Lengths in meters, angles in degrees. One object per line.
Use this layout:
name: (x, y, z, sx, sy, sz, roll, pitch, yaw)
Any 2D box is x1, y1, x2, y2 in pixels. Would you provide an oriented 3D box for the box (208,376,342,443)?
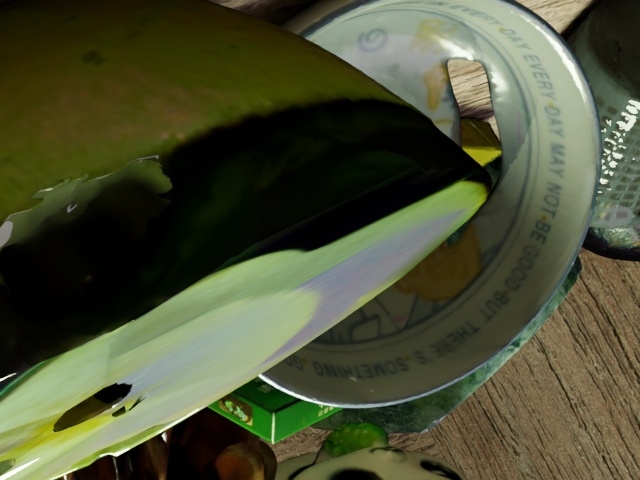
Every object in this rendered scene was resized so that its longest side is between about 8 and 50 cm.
box: (-0.075, 0.086, 1.173, 0.132, 0.235, 0.034, -21, 123, -41)

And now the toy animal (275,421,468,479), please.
toy animal: (0.037, 0.280, 1.368, 0.212, 0.213, 0.266, -23, 176, -38)

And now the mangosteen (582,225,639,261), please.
mangosteen: (0.325, -0.086, 1.478, 0.243, 0.243, 0.243, -29, 170, -6)

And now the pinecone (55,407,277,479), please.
pinecone: (-0.214, 0.286, 1.272, 0.397, 0.398, 0.398, -29, 170, -6)

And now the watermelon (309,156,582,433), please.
watermelon: (0.092, 0.072, 1.559, 0.387, 0.228, 0.258, -33, 176, -29)

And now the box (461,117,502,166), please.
box: (0.058, -0.055, 1.288, 0.153, 0.041, 0.279, -35, 170, 22)

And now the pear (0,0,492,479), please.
pear: (-0.137, 0.005, 0.648, 0.398, 0.165, 0.399, -29, 170, -6)

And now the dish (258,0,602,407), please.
dish: (0.029, -0.045, 0.904, 0.273, 0.273, 0.134, -28, -147, -10)

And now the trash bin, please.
trash bin: (0.262, -0.121, 1.235, 0.175, 0.175, 0.161, -25, 160, -26)

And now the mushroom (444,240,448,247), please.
mushroom: (0.000, 0.000, 1.072, 0.204, 0.204, 0.204, -29, 170, -6)
